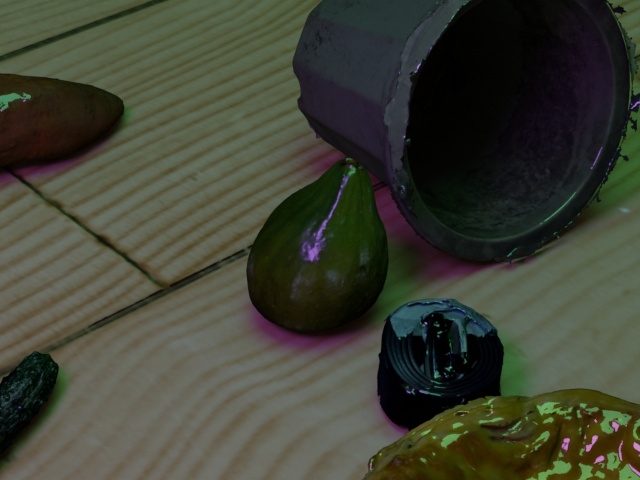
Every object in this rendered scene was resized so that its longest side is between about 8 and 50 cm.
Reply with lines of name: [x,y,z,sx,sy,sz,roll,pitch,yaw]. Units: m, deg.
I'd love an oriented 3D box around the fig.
fig: [0.000,0.000,1.308,0.123,0.156,0.123,5,35,-3]

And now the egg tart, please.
egg tart: [0.163,0.220,1.033,0.295,0.116,0.295,1,34,-1]

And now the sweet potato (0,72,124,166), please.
sweet potato: [-0.344,-0.111,1.514,0.355,0.095,0.106,-16,-3,-26]

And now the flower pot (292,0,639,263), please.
flower pot: [0.120,-0.147,1.447,0.290,0.290,0.259,-19,27,-25]

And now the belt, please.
belt: [0.098,0.102,1.246,0.105,0.058,0.140,1,35,-3]

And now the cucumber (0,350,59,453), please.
cucumber: [-0.271,0.164,1.175,0.044,0.043,0.256,18,38,16]
